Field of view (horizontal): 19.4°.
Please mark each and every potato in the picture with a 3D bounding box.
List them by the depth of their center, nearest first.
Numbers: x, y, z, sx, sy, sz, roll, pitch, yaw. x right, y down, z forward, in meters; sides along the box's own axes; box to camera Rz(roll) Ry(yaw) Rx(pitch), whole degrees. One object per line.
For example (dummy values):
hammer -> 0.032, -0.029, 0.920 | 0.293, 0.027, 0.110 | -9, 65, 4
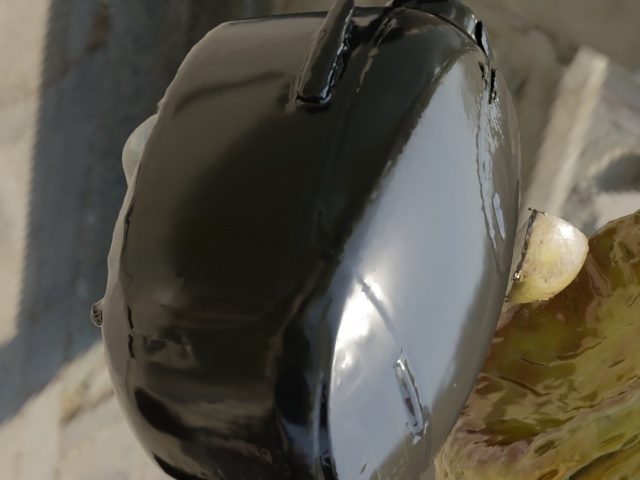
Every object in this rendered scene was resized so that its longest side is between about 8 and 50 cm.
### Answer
potato -> 0.109, 0.014, 0.908 | 0.093, 0.036, 0.037 | 102, -1, -78

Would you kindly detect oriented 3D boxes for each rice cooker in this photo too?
rice cooker -> 0.001, -0.001, 0.637 | 0.142, 0.118, 0.203 | 73, 28, -44

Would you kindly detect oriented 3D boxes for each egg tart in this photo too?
egg tart -> 0.213, 0.096, 1.239 | 0.319, 0.128, 0.319 | -35, -162, 13

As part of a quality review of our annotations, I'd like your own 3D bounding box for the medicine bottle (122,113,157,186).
medicine bottle -> -0.008, 0.097, 0.965 | 0.110, 0.110, 0.352 | -35, 122, -39
